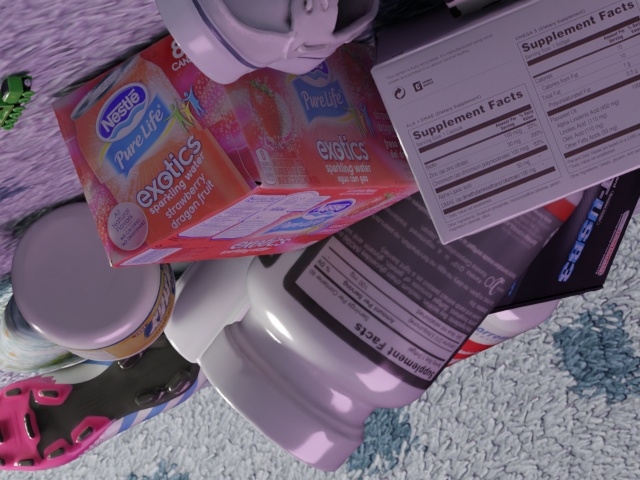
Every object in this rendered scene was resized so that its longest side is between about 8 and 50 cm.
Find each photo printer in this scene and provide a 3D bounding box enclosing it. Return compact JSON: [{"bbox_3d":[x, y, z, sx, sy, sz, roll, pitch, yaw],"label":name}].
[{"bbox_3d":[0.000,0.000,1.807,0.256,0.107,0.307,-3,138,-50],"label":"photo printer"}]

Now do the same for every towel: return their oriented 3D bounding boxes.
[{"bbox_3d":[-0.203,0.062,2.009,0.374,0.090,0.320,-18,170,-18],"label":"towel"}]

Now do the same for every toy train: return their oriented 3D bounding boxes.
[{"bbox_3d":[-0.229,-0.100,1.230,0.023,0.017,0.083,-6,165,-26],"label":"toy train"}]

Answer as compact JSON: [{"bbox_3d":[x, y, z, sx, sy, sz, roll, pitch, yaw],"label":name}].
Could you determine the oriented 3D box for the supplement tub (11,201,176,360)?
[{"bbox_3d":[-0.223,0.046,1.690,0.144,0.144,0.200,-21,171,-1],"label":"supplement tub"}]

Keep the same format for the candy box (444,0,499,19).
[{"bbox_3d":[0.135,-0.231,1.112,0.159,0.071,0.233,-22,170,8],"label":"candy box"}]

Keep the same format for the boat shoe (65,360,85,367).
[{"bbox_3d":[-0.295,0.118,2.226,0.184,0.066,0.063,-24,157,31],"label":"boat shoe"}]

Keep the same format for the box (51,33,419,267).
[{"bbox_3d":[-0.054,-0.076,1.364,0.154,0.142,0.300,-26,170,27],"label":"box"}]

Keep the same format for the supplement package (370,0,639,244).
[{"bbox_3d":[0.159,-0.125,1.319,0.204,0.145,0.262,-22,-168,7],"label":"supplement package"}]

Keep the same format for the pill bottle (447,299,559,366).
[{"bbox_3d":[0.196,0.051,2.408,0.407,0.229,0.229,-29,168,41],"label":"pill bottle"}]

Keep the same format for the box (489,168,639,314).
[{"bbox_3d":[0.270,-0.074,1.821,0.293,0.073,0.296,-5,121,-54],"label":"box"}]

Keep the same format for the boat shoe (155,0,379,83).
[{"bbox_3d":[-0.030,-0.164,1.120,0.084,0.095,0.258,-29,179,20],"label":"boat shoe"}]

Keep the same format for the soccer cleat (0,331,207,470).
[{"bbox_3d":[-0.267,0.197,2.052,0.331,0.116,0.143,-22,172,16],"label":"soccer cleat"}]

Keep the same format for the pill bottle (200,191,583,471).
[{"bbox_3d":[0.061,0.025,1.589,0.363,0.210,0.210,-51,166,7],"label":"pill bottle"}]
